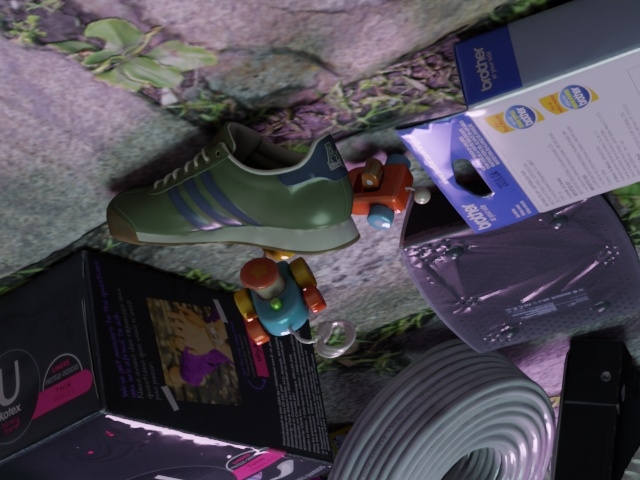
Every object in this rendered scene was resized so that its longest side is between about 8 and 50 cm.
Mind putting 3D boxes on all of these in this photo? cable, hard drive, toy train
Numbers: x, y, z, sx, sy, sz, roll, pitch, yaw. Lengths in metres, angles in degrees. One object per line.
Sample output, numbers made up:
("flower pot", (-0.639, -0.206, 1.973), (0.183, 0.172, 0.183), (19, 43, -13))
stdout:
("cable", (0.113, 0.220, 1.546), (0.257, 0.089, 0.257), (-32, 137, -25))
("hard drive", (0.167, 0.014, 1.332), (0.172, 0.054, 0.255), (-17, 153, 13))
("toy train", (0.000, 0.000, 1.167), (0.125, 0.166, 0.046), (2, 145, 33))
("hard drive", (0.274, 0.292, 1.615), (0.064, 0.339, 0.237), (0, 159, 21))

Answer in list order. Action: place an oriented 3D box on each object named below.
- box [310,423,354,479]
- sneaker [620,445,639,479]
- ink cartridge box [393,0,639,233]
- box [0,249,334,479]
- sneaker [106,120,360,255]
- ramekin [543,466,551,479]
("box", (-0.075, 0.368, 1.735), (0.279, 0.177, 0.290), (-20, 159, -24))
("sneaker", (0.387, 0.176, 1.553), (0.293, 0.102, 0.146), (-52, 161, -5))
("ink cartridge box", (0.217, -0.105, 1.102), (0.311, 0.065, 0.186), (-20, 152, 16))
("box", (-0.141, 0.129, 1.355), (0.165, 0.143, 0.270), (-29, 148, 33))
("sneaker", (-0.064, -0.043, 1.134), (0.192, 0.086, 0.064), (4, -157, 25))
("ramekin", (0.175, 0.329, 1.911), (0.207, 0.109, 0.207), (-8, 154, -4))
